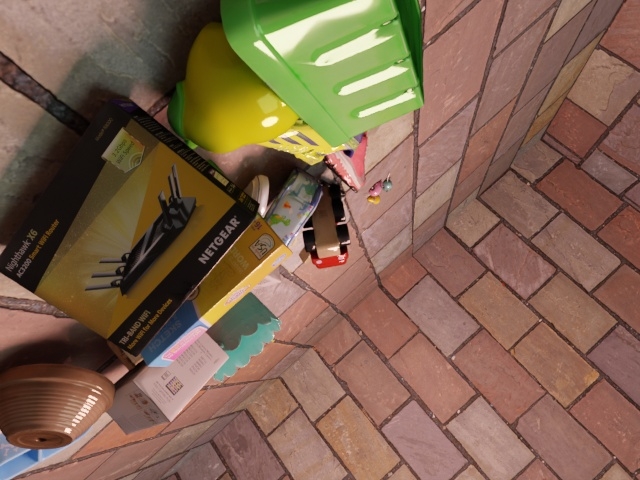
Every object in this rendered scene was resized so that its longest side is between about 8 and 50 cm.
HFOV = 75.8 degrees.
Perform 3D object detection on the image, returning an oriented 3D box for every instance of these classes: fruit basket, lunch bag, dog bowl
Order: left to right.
[{"bbox_3d":[-0.746,0.526,1.075,0.297,0.074,0.166,-21,151,-47],"label":"dog bowl"},{"bbox_3d":[-0.053,-0.279,0.587,0.391,0.284,0.392,0,173,0],"label":"fruit basket"},{"bbox_3d":[-0.082,-0.066,0.988,0.219,0.090,0.176,-56,-167,11],"label":"lunch bag"}]

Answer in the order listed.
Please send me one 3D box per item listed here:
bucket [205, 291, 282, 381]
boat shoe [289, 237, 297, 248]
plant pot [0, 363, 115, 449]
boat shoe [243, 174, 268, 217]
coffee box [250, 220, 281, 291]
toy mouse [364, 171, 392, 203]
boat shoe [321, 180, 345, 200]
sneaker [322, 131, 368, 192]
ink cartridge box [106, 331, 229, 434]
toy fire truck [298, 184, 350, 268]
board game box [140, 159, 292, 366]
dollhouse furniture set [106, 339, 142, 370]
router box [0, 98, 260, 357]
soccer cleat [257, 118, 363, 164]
[{"bbox_3d":[-0.276,0.276,1.272,0.281,0.183,0.281,-41,162,-16],"label":"bucket"},{"bbox_3d":[-0.111,0.009,1.254,0.045,0.050,0.135,-30,157,-46],"label":"boat shoe"},{"bbox_3d":[-0.566,0.361,0.859,0.237,0.110,0.238,-6,139,-5],"label":"plant pot"},{"bbox_3d":[-0.183,-0.057,0.935,0.075,0.083,0.226,6,134,-27],"label":"boat shoe"},{"bbox_3d":[-0.223,0.050,0.861,0.246,0.141,0.098,-17,162,10],"label":"coffee box"},{"bbox_3d":[0.225,-0.188,1.515,0.161,0.031,0.143,-12,144,-55],"label":"toy mouse"},{"bbox_3d":[0.040,-0.149,1.224,0.040,0.049,0.142,-51,156,21],"label":"boat shoe"},{"bbox_3d":[0.083,-0.223,1.053,0.136,0.116,0.314,-46,160,5],"label":"sneaker"},{"bbox_3d":[-0.388,0.337,1.066,0.309,0.130,0.272,-33,-171,42],"label":"ink cartridge box"},{"bbox_3d":[0.000,0.000,1.156,0.158,0.217,0.247,-11,142,2],"label":"toy fire truck"},{"bbox_3d":[-0.247,0.038,0.776,0.316,0.242,0.064,-43,159,-2],"label":"board game box"},{"bbox_3d":[-0.409,0.171,0.963,0.212,0.161,0.242,-39,-178,-9],"label":"dollhouse furniture set"},{"bbox_3d":[-0.281,-0.010,0.617,0.309,0.242,0.081,-48,-165,13],"label":"router box"},{"bbox_3d":[-0.033,-0.202,0.823,0.288,0.093,0.121,-11,129,-32],"label":"soccer cleat"}]
